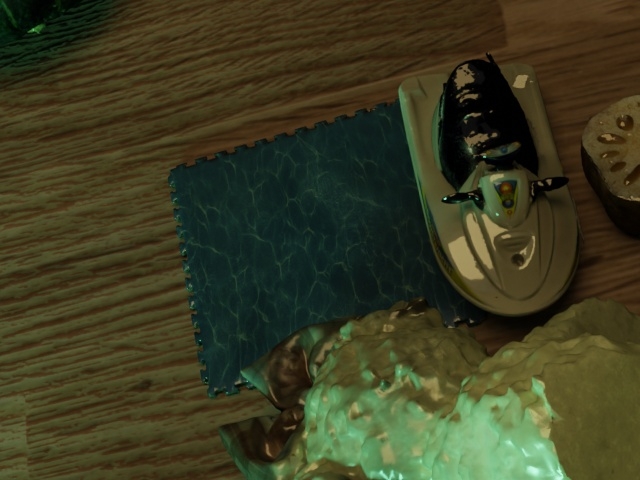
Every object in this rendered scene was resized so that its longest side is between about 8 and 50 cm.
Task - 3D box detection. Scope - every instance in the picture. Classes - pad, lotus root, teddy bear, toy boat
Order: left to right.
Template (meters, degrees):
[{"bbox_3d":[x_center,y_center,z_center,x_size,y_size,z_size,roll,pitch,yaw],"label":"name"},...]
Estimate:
[{"bbox_3d":[0.000,0.000,1.657,0.269,0.012,0.270,-18,55,4],"label":"pad"},{"bbox_3d":[0.152,-0.062,1.581,0.140,0.141,0.269,-17,41,5],"label":"toy boat"},{"bbox_3d":[0.159,0.192,1.432,0.362,0.375,0.327,-22,39,57],"label":"teddy bear"},{"bbox_3d":[0.292,-0.064,1.571,0.112,0.081,0.122,-24,54,-2],"label":"lotus root"}]

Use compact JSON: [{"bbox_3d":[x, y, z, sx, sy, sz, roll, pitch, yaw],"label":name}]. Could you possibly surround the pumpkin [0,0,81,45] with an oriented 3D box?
[{"bbox_3d":[-0.322,-0.284,1.854,0.211,0.152,0.212,-21,42,21],"label":"pumpkin"}]
